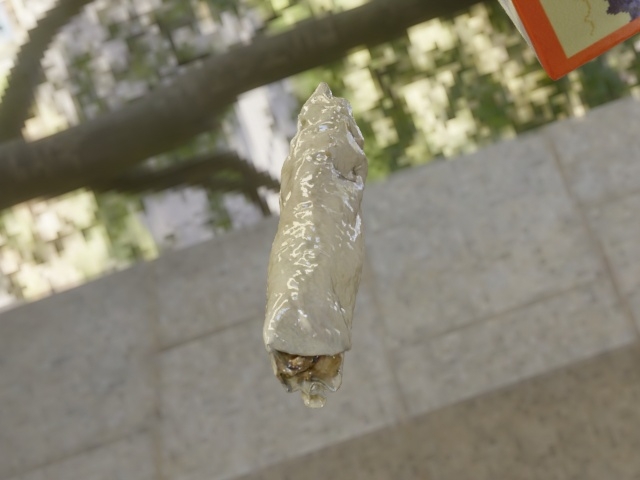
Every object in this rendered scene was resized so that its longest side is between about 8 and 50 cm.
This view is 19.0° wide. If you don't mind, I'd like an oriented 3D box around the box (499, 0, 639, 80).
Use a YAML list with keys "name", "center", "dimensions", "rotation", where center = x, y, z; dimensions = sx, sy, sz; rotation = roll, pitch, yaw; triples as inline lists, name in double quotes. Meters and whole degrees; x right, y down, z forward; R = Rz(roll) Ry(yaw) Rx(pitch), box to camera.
- name: "box"
  center: [0.201, -0.394, 1.687]
  dimensions: [0.318, 0.256, 0.349]
  rotation: [58, 5, -41]

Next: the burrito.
- name: "burrito"
  center: [0.000, 0.000, 1.884]
  dimensions: [0.117, 0.076, 0.392]
  rotation: [55, 28, -35]
